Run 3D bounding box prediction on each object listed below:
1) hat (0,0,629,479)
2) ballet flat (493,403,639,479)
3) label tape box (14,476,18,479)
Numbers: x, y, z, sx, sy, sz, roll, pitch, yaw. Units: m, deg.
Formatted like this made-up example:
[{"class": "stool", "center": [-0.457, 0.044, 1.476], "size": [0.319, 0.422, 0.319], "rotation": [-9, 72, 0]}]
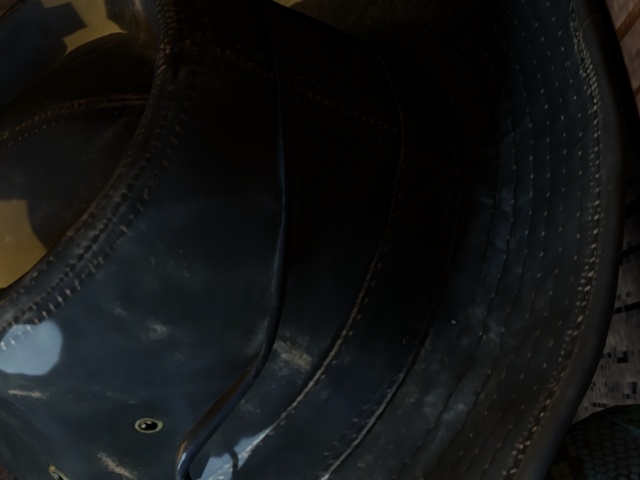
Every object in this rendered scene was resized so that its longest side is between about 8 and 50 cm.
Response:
[{"class": "hat", "center": [-0.062, 0.009, 0.542], "size": [0.331, 0.134, 0.331], "rotation": [-35, 45, 45]}, {"class": "ballet flat", "center": [0.079, 0.129, 0.419], "size": [0.070, 0.070, 0.188], "rotation": [79, -179, -52]}, {"class": "label tape box", "center": [-0.060, 0.196, 0.756], "size": [0.249, 0.115, 0.347], "rotation": [83, -177, -55]}]
